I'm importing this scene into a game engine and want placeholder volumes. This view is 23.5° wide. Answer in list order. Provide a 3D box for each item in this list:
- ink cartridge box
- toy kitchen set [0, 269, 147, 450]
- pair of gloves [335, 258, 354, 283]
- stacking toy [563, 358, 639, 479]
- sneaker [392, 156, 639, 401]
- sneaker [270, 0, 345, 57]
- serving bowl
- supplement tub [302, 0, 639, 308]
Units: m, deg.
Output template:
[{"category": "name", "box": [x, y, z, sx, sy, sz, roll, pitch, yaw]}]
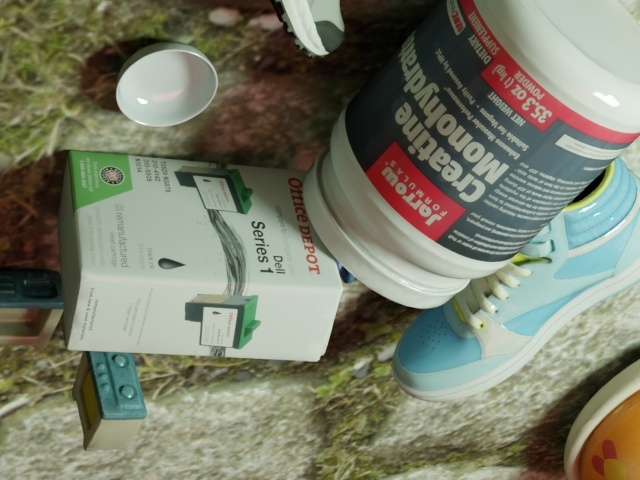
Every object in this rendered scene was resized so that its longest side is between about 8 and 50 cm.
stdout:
[{"category": "ink cartridge box", "box": [-0.104, 0.013, 1.296, 0.220, 0.160, 0.092, 3, 132, -17]}, {"category": "toy kitchen set", "box": [-0.264, 0.089, 1.332, 0.207, 0.166, 0.122, 1, 137, -24]}, {"category": "pair of gloves", "box": [0.000, 0.000, 1.454, 0.198, 0.023, 0.159, -12, 139, -11]}, {"category": "stacking toy", "box": [0.509, 0.361, 1.721, 0.351, 0.479, 0.350, -12, 140, -10]}, {"category": "sneaker", "box": [0.169, 0.014, 1.463, 0.319, 0.127, 0.208, -38, 140, 7]}, {"category": "sneaker", "box": [-0.006, -0.240, 1.112, 0.108, 0.100, 0.271, -21, 141, -6]}, {"category": "serving bowl", "box": [-0.126, -0.131, 1.243, 0.083, 0.027, 0.083, -11, 140, -10]}, {"category": "supplement tub", "box": [0.130, -0.090, 1.264, 0.191, 0.191, 0.272, 16, 130, -36]}]
